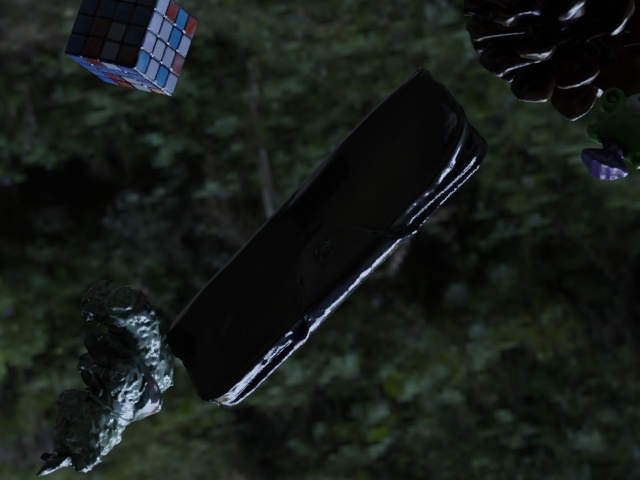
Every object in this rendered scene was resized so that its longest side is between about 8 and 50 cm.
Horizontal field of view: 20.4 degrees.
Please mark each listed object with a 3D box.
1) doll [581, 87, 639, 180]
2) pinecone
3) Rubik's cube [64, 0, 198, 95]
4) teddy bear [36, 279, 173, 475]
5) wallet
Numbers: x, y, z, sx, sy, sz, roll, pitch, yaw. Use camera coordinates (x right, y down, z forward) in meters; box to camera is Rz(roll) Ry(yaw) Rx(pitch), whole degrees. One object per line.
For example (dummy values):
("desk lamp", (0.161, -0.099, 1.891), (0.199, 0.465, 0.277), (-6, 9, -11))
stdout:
("doll", (0.302, -0.067, 1.460), (0.190, 0.050, 0.115), (39, -98, 26))
("pinecone", (0.261, -0.250, 1.912), (0.228, 0.201, 0.203), (3, -124, 9))
("Rubik's cube", (-0.201, -0.218, 1.897), (0.092, 0.092, 0.092), (15, 171, 26))
("teddy bear", (-0.211, 0.151, 1.833), (0.111, 0.213, 0.133), (18, -178, -23))
("wallet", (0.000, 0.000, 1.712), (0.377, 0.051, 0.197), (-46, -152, 7))
